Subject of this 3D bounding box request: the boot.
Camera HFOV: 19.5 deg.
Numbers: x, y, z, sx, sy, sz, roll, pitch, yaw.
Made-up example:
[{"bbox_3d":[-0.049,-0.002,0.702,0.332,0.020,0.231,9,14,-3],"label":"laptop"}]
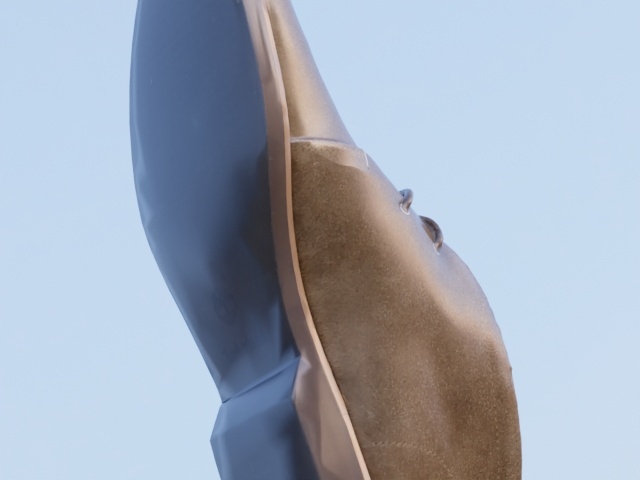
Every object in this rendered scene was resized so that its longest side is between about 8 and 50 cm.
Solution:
[{"bbox_3d":[0.000,0.000,0.799,0.115,0.305,0.112,-12,-5,-31],"label":"boot"}]
